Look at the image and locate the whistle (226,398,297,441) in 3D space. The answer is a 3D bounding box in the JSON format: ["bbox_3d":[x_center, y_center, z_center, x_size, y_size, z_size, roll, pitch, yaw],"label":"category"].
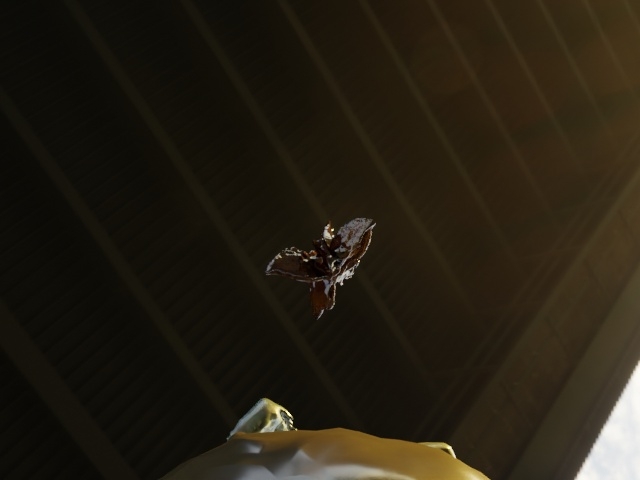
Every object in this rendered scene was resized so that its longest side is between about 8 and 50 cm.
[{"bbox_3d":[-0.083,0.317,1.073,0.189,0.189,0.348,-40,-39,-38],"label":"whistle"}]

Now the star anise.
[{"bbox_3d":[-0.001,0.007,1.180,0.144,0.158,0.140,61,-179,39],"label":"star anise"}]

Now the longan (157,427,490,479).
[{"bbox_3d":[0.003,0.330,0.639,0.404,0.436,0.404,0,-98,3],"label":"longan"}]

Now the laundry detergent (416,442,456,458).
[{"bbox_3d":[0.083,0.371,1.318,0.181,0.253,0.091,-11,-98,-37],"label":"laundry detergent"}]
